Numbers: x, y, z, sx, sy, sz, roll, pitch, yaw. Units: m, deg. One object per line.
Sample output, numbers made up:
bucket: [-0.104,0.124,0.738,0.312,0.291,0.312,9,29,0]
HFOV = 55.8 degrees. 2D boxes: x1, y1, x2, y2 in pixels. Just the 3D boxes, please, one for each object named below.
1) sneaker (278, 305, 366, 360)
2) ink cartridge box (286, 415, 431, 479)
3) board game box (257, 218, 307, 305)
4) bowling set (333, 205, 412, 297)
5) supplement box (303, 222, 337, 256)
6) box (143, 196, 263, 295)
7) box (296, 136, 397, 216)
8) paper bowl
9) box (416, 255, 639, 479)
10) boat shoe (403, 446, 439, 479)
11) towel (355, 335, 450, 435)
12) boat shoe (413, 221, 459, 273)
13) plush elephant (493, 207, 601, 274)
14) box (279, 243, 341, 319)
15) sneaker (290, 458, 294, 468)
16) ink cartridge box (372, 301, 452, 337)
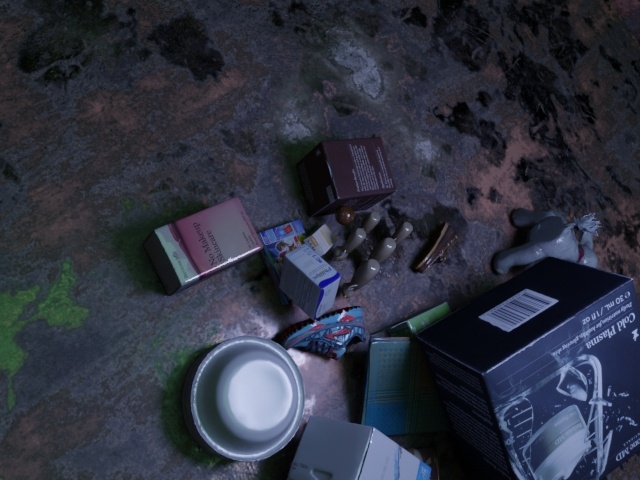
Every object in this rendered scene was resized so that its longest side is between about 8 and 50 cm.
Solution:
sneaker: [0.017,0.253,1.562,0.261,0.104,0.125,-14,83,-30]
ink cartridge box: [0.088,0.557,1.394,0.270,0.198,0.197,44,56,-37]
board game box: [-0.079,0.057,1.613,0.136,0.035,0.201,-20,84,-32]
bowling set: [0.107,0.002,1.678,0.200,0.154,0.287,46,44,5]
supplement box: [0.000,0.000,1.647,0.062,0.036,0.098,58,30,-7]
box: [-0.283,0.012,1.464,0.232,0.127,0.149,-27,88,-32]
box: [0.071,-0.177,1.690,0.203,0.167,0.169,-9,79,-30]
paper bowl: [-0.167,0.363,1.404,0.284,0.148,0.285,8,70,-24]
box: [0.575,0.371,1.571,0.479,0.297,0.472,-27,110,-16]
boat shoe: [0.284,0.707,1.552,0.123,0.123,0.342,3,67,-26]
towel: [0.274,0.390,1.626,0.369,0.040,0.272,4,97,-24]
boat shoe: [0.357,0.031,1.830,0.073,0.073,0.207,45,59,-6]
plush elephant: [0.777,0.043,1.955,0.255,0.329,0.272,49,49,-28]
box: [-0.028,0.102,1.500,0.072,0.126,0.137,-30,59,-34]
sneaker: [-0.055,0.572,1.456,0.040,0.043,0.109,27,62,-16]
ink cartridge box: [0.260,0.244,1.690,0.209,0.109,0.062,-19,83,-31]
